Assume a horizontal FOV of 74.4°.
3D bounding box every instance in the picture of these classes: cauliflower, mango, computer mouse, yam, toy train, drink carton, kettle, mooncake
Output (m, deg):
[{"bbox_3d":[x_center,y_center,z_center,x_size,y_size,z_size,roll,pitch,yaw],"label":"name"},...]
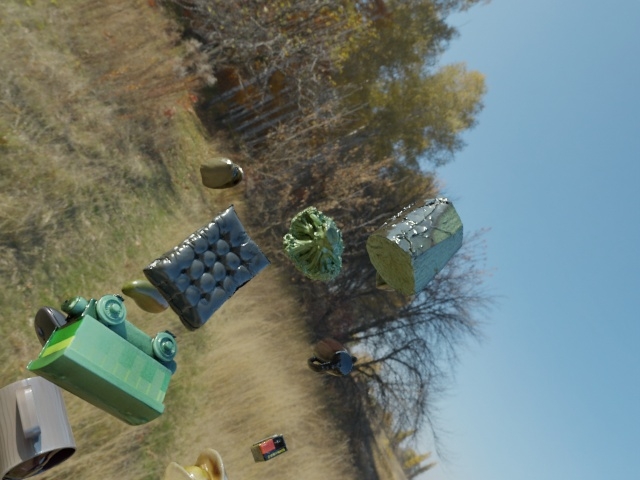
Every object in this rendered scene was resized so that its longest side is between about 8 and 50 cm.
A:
[{"bbox_3d":[0.000,0.000,1.662,0.275,0.272,0.250,39,-30,-6],"label":"cauliflower"},{"bbox_3d":[-0.793,0.250,1.943,0.289,0.146,0.129,90,-3,-64],"label":"mango"},{"bbox_3d":[-0.578,0.253,0.971,0.232,0.120,0.057,48,33,-1],"label":"computer mouse"},{"bbox_3d":[0.270,-0.004,1.173,0.201,0.271,0.202,35,-34,40],"label":"yam"},{"bbox_3d":[-0.448,0.255,0.920,0.301,0.120,0.202,52,26,-33],"label":"toy train"},{"bbox_3d":[-0.149,0.592,1.200,0.056,0.071,0.166,63,-29,19],"label":"drink carton"},{"bbox_3d":[0.040,0.517,1.846,0.232,0.202,0.144,159,-72,-76],"label":"kettle"},{"bbox_3d":[0.335,0.170,1.898,0.168,0.175,0.104,54,37,-58],"label":"mooncake"}]

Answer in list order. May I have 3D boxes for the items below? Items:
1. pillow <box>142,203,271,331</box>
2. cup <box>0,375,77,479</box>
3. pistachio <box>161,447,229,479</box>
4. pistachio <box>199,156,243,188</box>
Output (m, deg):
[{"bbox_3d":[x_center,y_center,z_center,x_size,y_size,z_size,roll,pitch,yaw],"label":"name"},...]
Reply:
[{"bbox_3d":[-0.312,0.077,1.215,0.101,0.326,0.228,-12,-64,45],"label":"pillow"},{"bbox_3d":[-0.942,0.597,1.352,0.273,0.208,0.288,58,-13,25],"label":"cup"},{"bbox_3d":[-0.236,0.576,0.809,0.187,0.187,0.299,85,-1,-79],"label":"pistachio"},{"bbox_3d":[-0.401,-0.268,1.695,0.206,0.131,0.129,9,-9,37],"label":"pistachio"}]
